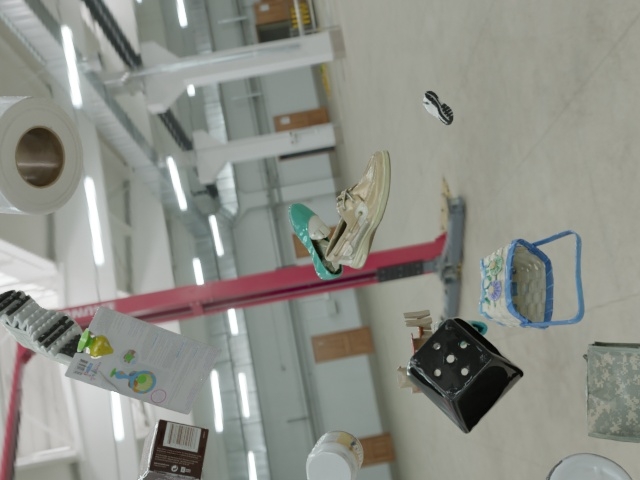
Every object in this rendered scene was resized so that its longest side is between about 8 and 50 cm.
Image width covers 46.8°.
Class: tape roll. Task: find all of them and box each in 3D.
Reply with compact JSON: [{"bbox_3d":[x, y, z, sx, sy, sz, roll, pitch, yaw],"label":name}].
[{"bbox_3d":[-0.648,-0.177,1.557,0.246,0.169,0.246,-19,-69,-61],"label":"tape roll"}]

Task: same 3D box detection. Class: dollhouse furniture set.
[{"bbox_3d":[0.320,0.399,2.497,0.259,0.135,0.262,-81,-15,-74],"label":"dollhouse furniture set"}]

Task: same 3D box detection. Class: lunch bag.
[{"bbox_3d":[0.794,0.371,1.809,0.169,0.287,0.235,6,-95,-67],"label":"lunch bag"}]

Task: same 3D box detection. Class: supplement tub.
[{"bbox_3d":[0.618,0.644,1.752,0.338,0.207,0.207,73,-175,-58],"label":"supplement tub"},{"bbox_3d":[0.040,0.626,2.082,0.200,0.144,0.144,-7,-93,-80],"label":"supplement tub"}]

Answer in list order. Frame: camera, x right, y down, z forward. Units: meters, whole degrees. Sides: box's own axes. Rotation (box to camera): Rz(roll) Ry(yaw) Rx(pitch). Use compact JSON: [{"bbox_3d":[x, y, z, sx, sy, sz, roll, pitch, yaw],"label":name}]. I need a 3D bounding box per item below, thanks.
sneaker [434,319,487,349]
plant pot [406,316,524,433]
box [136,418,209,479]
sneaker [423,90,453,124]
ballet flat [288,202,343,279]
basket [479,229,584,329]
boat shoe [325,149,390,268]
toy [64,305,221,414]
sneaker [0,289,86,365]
[{"bbox_3d":[0.452,0.301,2.406,0.275,0.110,0.107,-10,-92,-54],"label":"sneaker"},{"bbox_3d":[0.291,0.271,1.575,0.187,0.188,0.167,43,179,31],"label":"plant pot"},{"bbox_3d":[-0.468,0.685,2.340,0.203,0.169,0.167,129,152,-53],"label":"box"},{"bbox_3d":[0.303,-0.335,1.903,0.109,0.040,0.043,57,159,21],"label":"sneaker"},{"bbox_3d":[0.000,0.000,1.968,0.083,0.087,0.247,-50,-54,-39],"label":"ballet flat"},{"bbox_3d":[0.574,0.122,1.998,0.201,0.289,0.254,29,-123,-37],"label":"basket"},{"bbox_3d":[0.084,-0.070,1.675,0.109,0.098,0.302,-91,15,-56],"label":"boat shoe"},{"bbox_3d":[-0.312,0.207,1.306,0.136,0.237,0.056,-62,31,4],"label":"toy"},{"bbox_3d":[-0.675,0.227,1.802,0.110,0.292,0.118,-40,-33,-39],"label":"sneaker"}]
